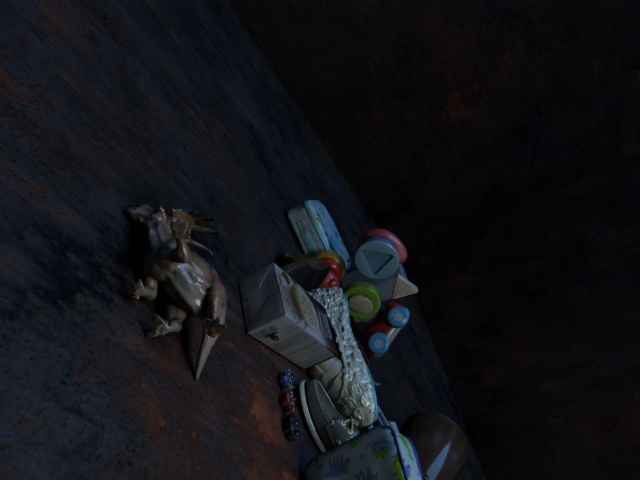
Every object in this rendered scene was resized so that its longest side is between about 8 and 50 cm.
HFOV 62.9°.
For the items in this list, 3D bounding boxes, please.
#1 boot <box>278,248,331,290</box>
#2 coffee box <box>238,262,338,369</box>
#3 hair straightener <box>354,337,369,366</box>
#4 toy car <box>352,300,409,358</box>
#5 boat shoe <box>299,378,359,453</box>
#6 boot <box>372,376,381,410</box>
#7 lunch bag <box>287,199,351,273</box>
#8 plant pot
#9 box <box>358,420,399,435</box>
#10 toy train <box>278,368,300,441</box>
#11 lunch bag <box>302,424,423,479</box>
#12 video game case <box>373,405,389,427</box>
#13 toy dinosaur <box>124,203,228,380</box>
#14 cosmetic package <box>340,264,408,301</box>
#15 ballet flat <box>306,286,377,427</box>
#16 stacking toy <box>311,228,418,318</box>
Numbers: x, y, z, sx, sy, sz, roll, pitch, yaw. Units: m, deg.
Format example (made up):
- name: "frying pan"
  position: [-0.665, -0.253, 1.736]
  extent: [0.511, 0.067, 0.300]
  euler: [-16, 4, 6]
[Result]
- name: "boot"
  position: [-0.077, 0.084, 1.406]
  extent: [0.115, 0.112, 0.305]
  euler: [35, 11, 14]
- name: "coffee box"
  position: [-0.069, 0.176, 1.175]
  extent: [0.246, 0.098, 0.141]
  euler: [47, 20, -49]
- name: "hair straightener"
  position: [0.086, 0.294, 1.657]
  extent: [0.089, 0.047, 0.230]
  euler: [42, 24, -58]
- name: "toy car"
  position: [0.169, 0.270, 1.843]
  extent: [0.238, 0.210, 0.219]
  euler: [36, -7, 13]
- name: "boat shoe"
  position: [0.048, 0.433, 1.130]
  extent: [0.305, 0.091, 0.109]
  euler: [65, 13, 9]
- name: "boot"
  position: [0.131, 0.459, 1.472]
  extent: [0.198, 0.077, 0.137]
  euler: [18, 60, -57]
- name: "lunch bag"
  position: [0.000, 0.000, 1.773]
  extent: [0.279, 0.108, 0.224]
  euler: [64, 13, 5]
- name: "plant pot"
  position: [0.300, 0.646, 1.503]
  extent: [0.215, 0.215, 0.230]
  euler: [63, 27, 2]
- name: "box"
  position: [0.138, 0.513, 1.381]
  extent: [0.324, 0.067, 0.063]
  euler: [39, 27, -58]
- name: "toy train"
  position: [-0.066, 0.327, 1.055]
  extent: [0.036, 0.027, 0.158]
  euler: [40, 25, -35]
- name: "lunch bag"
  position: [0.075, 0.448, 0.926]
  extent: [0.090, 0.219, 0.176]
  euler: [45, 20, -36]
- name: "video game case"
  position: [0.148, 0.494, 1.182]
  extent: [0.173, 0.022, 0.190]
  euler: [-164, -112, -86]
- name: "toy dinosaur"
  position: [-0.208, 0.059, 0.841]
  extent: [0.200, 0.127, 0.296]
  euler: [-78, 145, -81]
- name: "cosmetic package"
  position: [0.204, 0.160, 1.953]
  extent: [0.107, 0.238, 0.127]
  euler: [53, 15, -36]
- name: "ballet flat"
  position: [0.023, 0.283, 1.307]
  extent: [0.147, 0.147, 0.409]
  euler: [51, 16, -42]
- name: "stacking toy"
  position: [0.133, 0.133, 1.597]
  extent: [0.279, 0.309, 0.130]
  euler: [55, 22, -19]
